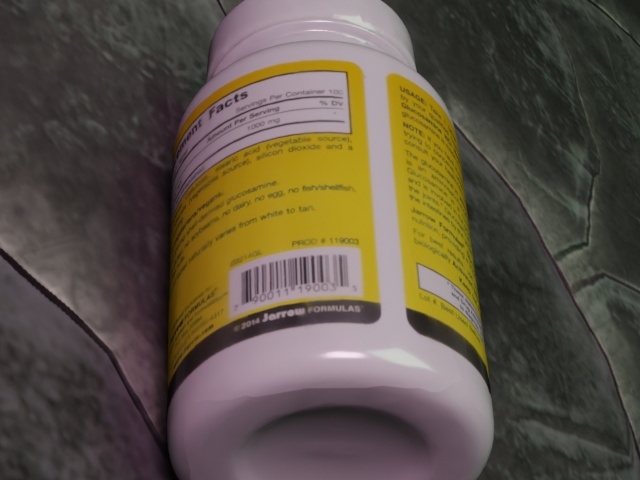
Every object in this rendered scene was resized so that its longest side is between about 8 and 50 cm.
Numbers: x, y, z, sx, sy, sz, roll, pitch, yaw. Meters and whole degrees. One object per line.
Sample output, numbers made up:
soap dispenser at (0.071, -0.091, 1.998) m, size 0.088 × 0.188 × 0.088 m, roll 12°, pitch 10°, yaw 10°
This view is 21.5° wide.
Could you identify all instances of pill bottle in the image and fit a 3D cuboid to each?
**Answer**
pill bottle at (0.000, 0.000, 1.047) m, size 0.188 × 0.188 × 0.334 m, roll 36°, pitch 36°, yaw -36°
